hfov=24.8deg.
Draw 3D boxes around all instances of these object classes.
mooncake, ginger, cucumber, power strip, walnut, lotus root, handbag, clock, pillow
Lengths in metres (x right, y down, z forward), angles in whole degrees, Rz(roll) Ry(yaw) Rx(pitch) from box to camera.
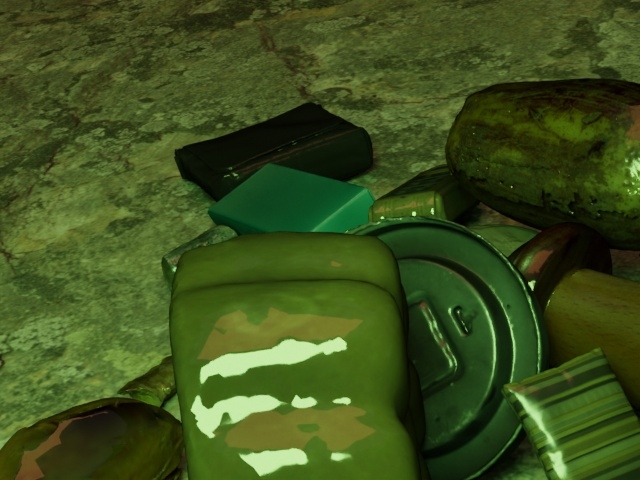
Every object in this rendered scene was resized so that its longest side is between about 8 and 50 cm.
[{"bbox_3d":[-0.002,0.174,1.233,0.200,0.378,0.378,-9,28,1],"label":"mooncake"},{"bbox_3d":[-0.175,0.159,1.662,0.137,0.044,0.057,-30,3,-43],"label":"ginger"},{"bbox_3d":[-0.155,0.027,1.888,0.112,0.064,0.064,-32,34,-31],"label":"cucumber"},{"bbox_3d":[0.140,-0.053,1.814,0.092,0.066,0.387,-11,5,15],"label":"power strip"},{"bbox_3d":[-0.239,0.228,1.462,0.245,0.137,0.137,-30,33,-33],"label":"walnut"},{"bbox_3d":[0.305,-0.087,1.615,0.196,0.179,0.397,23,-5,-41],"label":"lotus root"},{"bbox_3d":[-0.068,-0.118,2.117,0.246,0.080,0.223,-20,22,-16],"label":"handbag"},{"bbox_3d":[0.092,0.113,1.441,0.280,0.281,0.055,5,-7,26],"label":"clock"},{"bbox_3d":[0.255,0.205,1.321,0.113,0.038,0.203,-19,72,-17],"label":"pillow"}]

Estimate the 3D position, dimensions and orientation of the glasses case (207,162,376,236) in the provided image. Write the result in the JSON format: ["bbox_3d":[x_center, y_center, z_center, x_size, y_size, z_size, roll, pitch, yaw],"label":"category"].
[{"bbox_3d":[-0.034,-0.028,1.858,0.117,0.070,0.301,-37,23,-15],"label":"glasses case"}]

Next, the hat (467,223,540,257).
[{"bbox_3d":[0.161,0.014,1.693,0.214,0.149,0.245,-13,38,-29],"label":"hat"}]

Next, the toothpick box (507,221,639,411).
[{"bbox_3d":[0.307,0.096,1.465,0.294,0.192,0.192,19,39,36],"label":"toothpick box"}]
